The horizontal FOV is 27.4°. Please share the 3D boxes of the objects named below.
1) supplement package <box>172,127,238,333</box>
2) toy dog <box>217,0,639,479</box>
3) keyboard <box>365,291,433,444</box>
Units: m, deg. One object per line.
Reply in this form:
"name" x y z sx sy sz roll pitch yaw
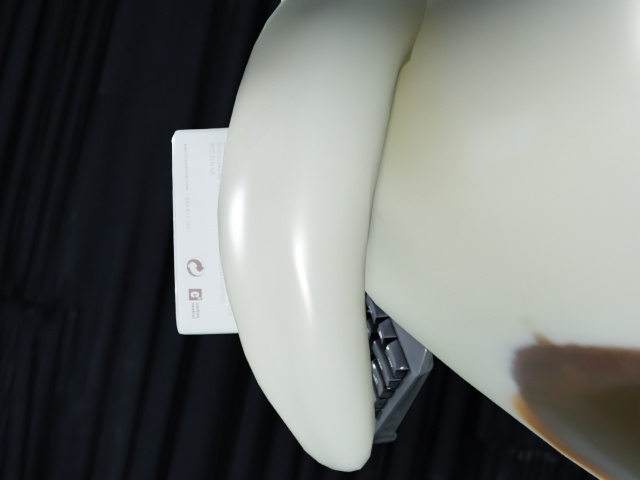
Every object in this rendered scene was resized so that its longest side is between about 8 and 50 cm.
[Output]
"supplement package" 0.022 -0.007 0.687 0.179 0.105 0.105 -2 179 7
"toy dog" 0.187 0.036 0.435 0.284 0.408 0.395 -23 -170 39
"keyboard" 0.000 0.000 0.577 0.023 0.180 0.108 -11 152 -17
